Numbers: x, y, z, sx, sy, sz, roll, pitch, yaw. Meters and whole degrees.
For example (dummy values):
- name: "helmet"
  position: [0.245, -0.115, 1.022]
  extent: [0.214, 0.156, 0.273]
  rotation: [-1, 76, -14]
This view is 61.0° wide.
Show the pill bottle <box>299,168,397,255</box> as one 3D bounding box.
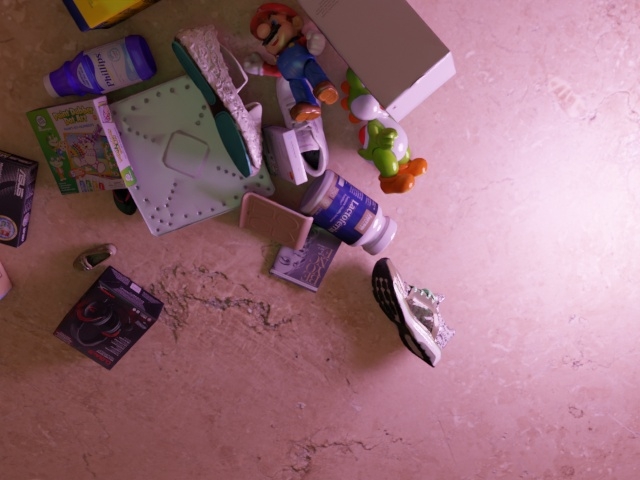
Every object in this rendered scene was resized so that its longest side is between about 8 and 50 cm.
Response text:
- name: "pill bottle"
  position: [0.084, -0.076, 1.584]
  extent: [0.265, 0.153, 0.153]
  rotation: [33, 109, -16]

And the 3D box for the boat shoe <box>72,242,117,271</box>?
- name: "boat shoe"
  position: [-0.703, 0.058, 1.678]
  extent: [0.153, 0.048, 0.056]
  rotation: [-21, 113, 8]

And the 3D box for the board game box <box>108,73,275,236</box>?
- name: "board game box"
  position: [-0.376, -0.248, 1.534]
  extent: [0.390, 0.050, 0.390]
  rotation: [-20, 111, 5]

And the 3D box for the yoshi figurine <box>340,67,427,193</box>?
- name: "yoshi figurine"
  position: [0.197, -0.322, 1.468]
  extent: [0.203, 0.203, 0.362]
  rotation: [-28, 110, -6]

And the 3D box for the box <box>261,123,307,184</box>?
- name: "box"
  position: [-0.110, -0.240, 1.490]
  extent: [0.038, 0.186, 0.145]
  rotation: [-24, 115, -20]

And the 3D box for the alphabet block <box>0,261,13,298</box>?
- name: "alphabet block"
  position: [-1.084, 0.116, 1.616]
  extent: [0.192, 0.193, 0.197]
  rotation: [-11, 114, 2]

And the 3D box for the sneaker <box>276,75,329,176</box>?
- name: "sneaker"
  position: [-0.039, -0.317, 1.472]
  extent: [0.114, 0.152, 0.305]
  rotation: [-17, 112, 7]

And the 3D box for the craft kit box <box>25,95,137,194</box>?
- name: "craft kit box"
  position: [-0.654, -0.255, 1.491]
  extent: [0.250, 0.061, 0.246]
  rotation: [-3, 113, 23]

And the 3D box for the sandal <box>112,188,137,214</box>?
- name: "sandal"
  position: [-0.581, -0.155, 1.590]
  extent: [0.067, 0.040, 0.179]
  rotation: [-2, 114, -2]

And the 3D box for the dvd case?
- name: "dvd case"
  position: [-0.046, 0.046, 1.694]
  extent: [0.164, 0.018, 0.221]
  rotation: [24, 115, -6]

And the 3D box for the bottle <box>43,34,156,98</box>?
- name: "bottle"
  position: [-0.583, -0.447, 1.430]
  extent: [0.283, 0.092, 0.118]
  rotation: [-15, 115, 5]

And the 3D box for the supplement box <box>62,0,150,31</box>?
- name: "supplement box"
  position: [-0.437, -0.665, 1.280]
  extent: [0.356, 0.194, 0.195]
  rotation: [-24, 112, 9]

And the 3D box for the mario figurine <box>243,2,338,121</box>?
- name: "mario figurine"
  position: [-0.092, -0.457, 1.343]
  extent: [0.198, 0.170, 0.320]
  rotation: [-27, 72, -2]

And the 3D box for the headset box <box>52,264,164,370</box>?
- name: "headset box"
  position: [-0.683, 0.260, 1.736]
  extent: [0.218, 0.110, 0.293]
  rotation: [41, 107, -18]

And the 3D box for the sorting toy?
- name: "sorting toy"
  position: [-0.133, -0.058, 1.589]
  extent: [0.208, 0.038, 0.193]
  rotation: [21, 149, -1]

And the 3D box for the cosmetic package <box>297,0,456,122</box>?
- name: "cosmetic package"
  position: [0.135, -0.492, 1.307]
  extent: [0.197, 0.155, 0.365]
  rotation: [-38, 79, 14]

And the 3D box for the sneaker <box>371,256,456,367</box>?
- name: "sneaker"
  position: [0.308, 0.204, 1.753]
  extent: [0.182, 0.158, 0.410]
  rotation: [-38, 111, -19]

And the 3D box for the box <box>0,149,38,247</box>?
- name: "box"
  position: [-0.959, -0.134, 1.579]
  extent: [0.216, 0.060, 0.270]
  rotation: [19, 113, -9]

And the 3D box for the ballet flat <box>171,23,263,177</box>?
- name: "ballet flat"
  position: [-0.229, -0.365, 1.406]
  extent: [0.147, 0.147, 0.409]
  rotation: [-24, 110, 9]
